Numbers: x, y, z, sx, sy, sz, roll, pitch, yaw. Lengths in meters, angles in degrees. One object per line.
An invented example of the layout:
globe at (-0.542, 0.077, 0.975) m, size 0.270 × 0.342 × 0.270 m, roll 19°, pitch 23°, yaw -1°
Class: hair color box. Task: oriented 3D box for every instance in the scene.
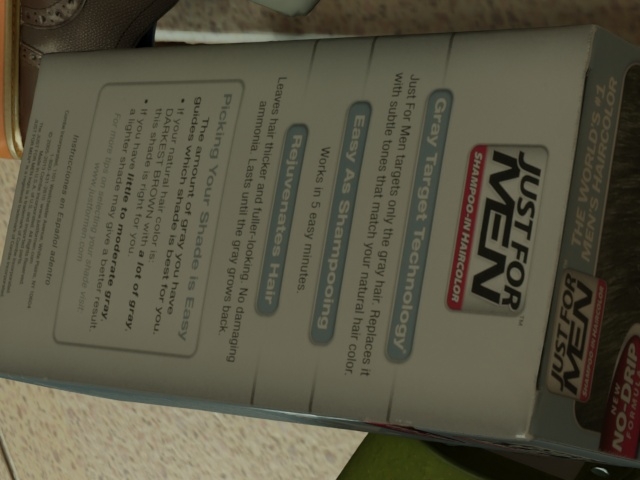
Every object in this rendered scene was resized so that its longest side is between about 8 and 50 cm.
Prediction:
hair color box at (0.000, 0.000, 0.979) m, size 0.374 × 0.114 × 0.185 m, roll 2°, pitch 79°, yaw 43°

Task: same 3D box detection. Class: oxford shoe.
oxford shoe at (-0.128, -0.206, 1.126) m, size 0.133 × 0.130 × 0.363 m, roll 12°, pitch 124°, yaw 6°

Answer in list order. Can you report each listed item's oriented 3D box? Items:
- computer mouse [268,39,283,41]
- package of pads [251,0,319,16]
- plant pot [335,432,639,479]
computer mouse at (0.007, -0.004, 1.158) m, size 0.071 × 0.041 × 0.242 m, roll 25°, pitch 131°, yaw 62°
package of pads at (-0.051, -0.256, 0.899) m, size 0.229 × 0.101 × 0.296 m, roll 23°, pitch 143°, yaw -5°
plant pot at (0.078, 0.226, 1.074) m, size 0.275 × 0.275 × 0.293 m, roll 30°, pitch 120°, yaw 36°
